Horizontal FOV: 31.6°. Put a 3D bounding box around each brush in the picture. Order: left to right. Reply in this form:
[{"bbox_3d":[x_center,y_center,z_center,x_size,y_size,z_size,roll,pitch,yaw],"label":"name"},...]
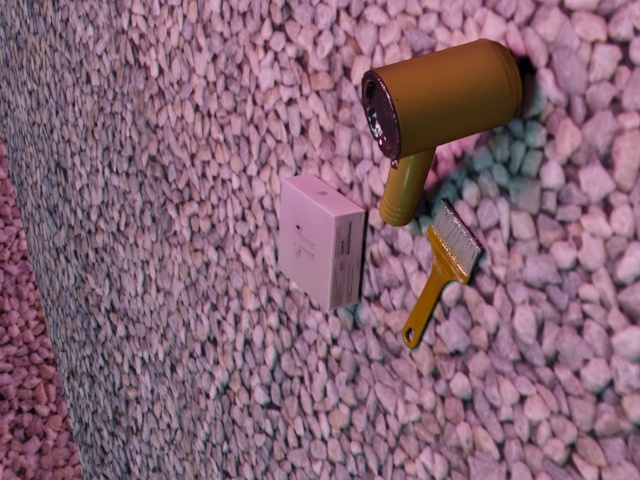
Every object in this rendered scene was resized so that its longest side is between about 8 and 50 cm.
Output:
[{"bbox_3d":[0.126,0.052,1.264,0.083,0.011,0.205,56,144,34],"label":"brush"}]

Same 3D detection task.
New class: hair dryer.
[{"bbox_3d":[0.108,-0.096,1.158,0.278,0.135,0.090,101,148,-64],"label":"hair dryer"}]

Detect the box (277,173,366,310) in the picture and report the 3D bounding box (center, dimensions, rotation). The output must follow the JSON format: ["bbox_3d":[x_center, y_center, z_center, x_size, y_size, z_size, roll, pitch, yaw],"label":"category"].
[{"bbox_3d":[0.000,0.000,1.423,0.129,0.051,0.130,37,130,50],"label":"box"}]
